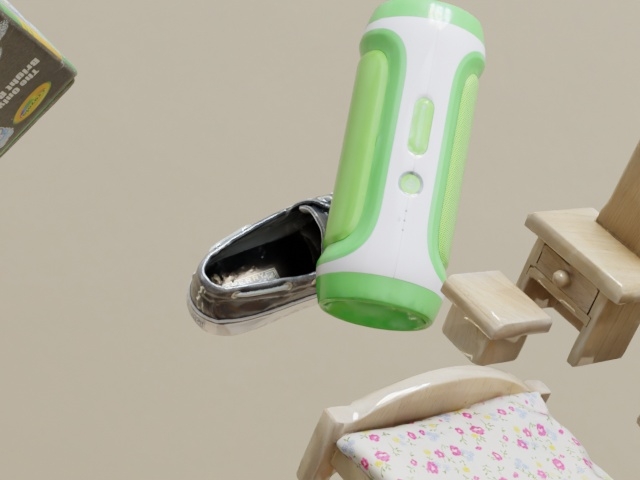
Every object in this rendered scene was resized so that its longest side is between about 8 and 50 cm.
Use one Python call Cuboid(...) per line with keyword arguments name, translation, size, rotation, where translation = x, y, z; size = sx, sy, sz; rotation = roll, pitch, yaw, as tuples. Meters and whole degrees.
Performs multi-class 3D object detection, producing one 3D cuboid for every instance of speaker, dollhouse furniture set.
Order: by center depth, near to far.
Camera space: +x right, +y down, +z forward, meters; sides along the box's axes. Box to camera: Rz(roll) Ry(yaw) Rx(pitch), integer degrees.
Cuboid(name="dollhouse furniture set", translation=(0.116, 0.055, 0.667), size=(0.303, 0.356, 0.173), rotation=(45, -55, 38))
Cuboid(name="speaker", translation=(0.077, -0.071, 1.409), size=(0.131, 0.131, 0.296), rotation=(10, -105, 4))

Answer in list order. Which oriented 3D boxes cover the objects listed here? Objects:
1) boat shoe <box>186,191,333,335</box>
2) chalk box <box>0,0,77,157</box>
Cuboid(name="boat shoe", translation=(0.000, 0.000, 1.564), size=(0.301, 0.108, 0.102), rotation=(-21, -25, -21))
Cuboid(name="chalk box", translation=(-0.325, -0.142, 1.158), size=(0.179, 0.289, 0.180), rotation=(44, -91, 10))
